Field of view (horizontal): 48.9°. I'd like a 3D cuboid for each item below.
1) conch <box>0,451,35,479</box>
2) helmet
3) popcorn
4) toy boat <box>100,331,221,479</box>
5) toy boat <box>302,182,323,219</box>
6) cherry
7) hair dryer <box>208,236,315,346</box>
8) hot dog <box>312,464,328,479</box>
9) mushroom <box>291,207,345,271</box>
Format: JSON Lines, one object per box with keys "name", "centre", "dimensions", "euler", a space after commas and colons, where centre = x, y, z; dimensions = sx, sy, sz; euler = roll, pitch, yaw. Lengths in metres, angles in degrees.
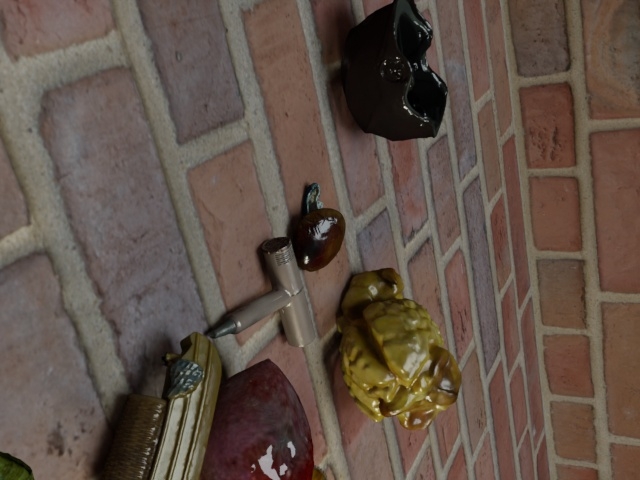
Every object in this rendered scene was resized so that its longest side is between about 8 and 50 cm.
{"name": "conch", "centre": [-0.335, 0.239, 0.698], "dimensions": [0.121, 0.074, 0.089], "euler": [59, -1, -10]}
{"name": "helmet", "centre": [0.129, -0.332, 1.384], "dimensions": [0.305, 0.177, 0.225], "euler": [67, 31, -23]}
{"name": "popcorn", "centre": [0.139, 0.214, 1.394], "dimensions": [0.265, 0.225, 0.332], "euler": [25, 47, -69]}
{"name": "toy boat", "centre": [-0.209, 0.266, 0.893], "dimensions": [0.115, 0.089, 0.310], "euler": [19, 71, -20]}
{"name": "toy boat", "centre": [-0.012, -0.064, 1.285], "dimensions": [0.038, 0.038, 0.083], "euler": [22, 72, -58]}
{"name": "cherry", "centre": [-0.095, 0.291, 1.013], "dimensions": [0.192, 0.175, 0.250], "euler": [19, 63, -26]}
{"name": "hair dryer", "centre": [-0.091, 0.131, 1.137], "dimensions": [0.220, 0.053, 0.195], "euler": [-46, 130, -48]}
{"name": "hot dog", "centre": [-0.051, 0.509, 1.196], "dimensions": [0.144, 0.075, 0.268], "euler": [64, 37, -33]}
{"name": "mushroom", "centre": [0.000, 0.000, 1.263], "dimensions": [0.123, 0.052, 0.123], "euler": [-28, 136, -32]}
